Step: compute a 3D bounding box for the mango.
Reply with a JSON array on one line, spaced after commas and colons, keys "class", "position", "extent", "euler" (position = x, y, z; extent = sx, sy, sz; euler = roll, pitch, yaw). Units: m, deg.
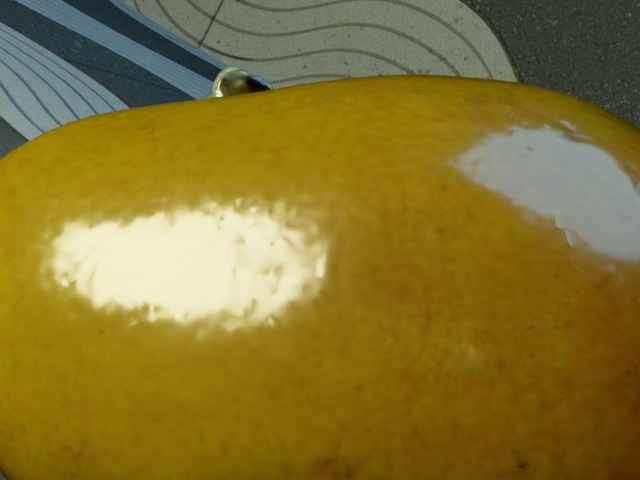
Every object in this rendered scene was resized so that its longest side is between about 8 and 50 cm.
[{"class": "mango", "position": [0.013, 0.049, 0.775], "extent": [0.446, 0.300, 0.232], "euler": [9, -19, 2]}]

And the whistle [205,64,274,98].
[{"class": "whistle", "position": [-0.101, -0.072, 1.361], "extent": [0.057, 0.068, 0.326], "euler": [12, -18, -12]}]
